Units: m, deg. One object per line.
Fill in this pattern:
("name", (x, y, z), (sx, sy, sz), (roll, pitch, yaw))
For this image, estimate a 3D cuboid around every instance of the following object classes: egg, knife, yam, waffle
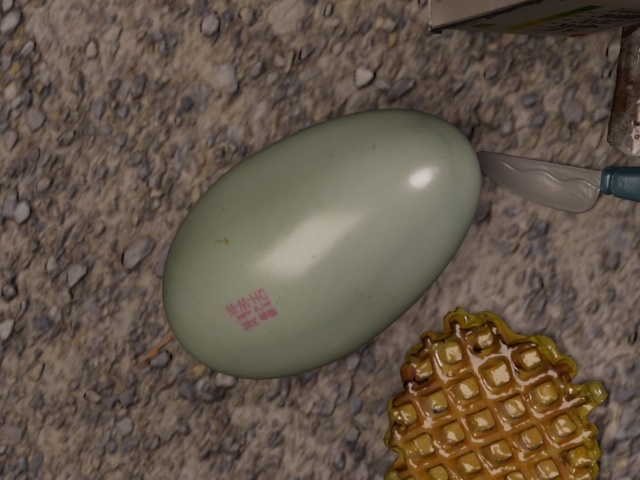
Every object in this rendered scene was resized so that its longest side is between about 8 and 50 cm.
("egg", (0.000, 0.000, 1.917), (0.371, 0.230, 0.230), (-35, 83, 17))
("knife", (0.272, -0.056, 1.916), (0.244, 0.032, 0.058), (6, 106, 25))
("yam", (0.328, -0.156, 1.855), (0.079, 0.079, 0.141), (11, 100, 20))
("waffle", (0.184, 0.204, 1.967), (0.237, 0.058, 0.243), (18, 104, 15))

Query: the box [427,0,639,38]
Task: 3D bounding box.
("box", (0.234, -0.274, 1.728), (0.173, 0.333, 0.145), (1, 89, -19))
